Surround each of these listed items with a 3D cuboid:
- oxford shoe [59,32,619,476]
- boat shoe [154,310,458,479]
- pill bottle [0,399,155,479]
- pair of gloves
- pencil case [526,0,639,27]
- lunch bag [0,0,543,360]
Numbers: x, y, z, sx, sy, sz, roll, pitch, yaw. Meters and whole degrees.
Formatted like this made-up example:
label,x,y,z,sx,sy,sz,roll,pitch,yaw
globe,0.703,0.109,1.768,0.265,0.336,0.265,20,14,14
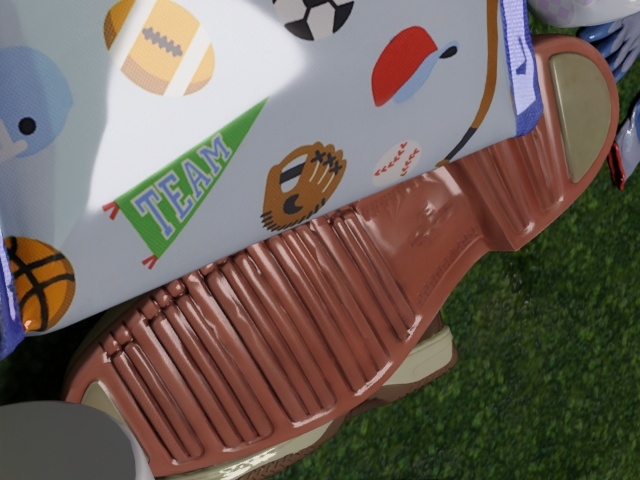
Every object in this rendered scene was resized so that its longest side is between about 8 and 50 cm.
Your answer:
label,x,y,z,sx,sy,sz,roll,pitch,yaw
oxford shoe,0.000,0.000,0.980,0.397,0.146,0.140,-33,120,-18
boat shoe,-0.024,0.083,1.030,0.257,0.095,0.095,-26,100,-40
pill bottle,-0.126,0.282,0.884,0.210,0.210,0.363,-38,128,-32
pair of gloves,0.273,-0.147,1.302,0.159,0.023,0.198,-44,132,-28
pencil case,0.154,-0.270,1.057,0.273,0.124,0.113,56,36,-38
lunch bag,-0.090,-0.188,0.722,0.328,0.239,0.385,-23,112,-32
